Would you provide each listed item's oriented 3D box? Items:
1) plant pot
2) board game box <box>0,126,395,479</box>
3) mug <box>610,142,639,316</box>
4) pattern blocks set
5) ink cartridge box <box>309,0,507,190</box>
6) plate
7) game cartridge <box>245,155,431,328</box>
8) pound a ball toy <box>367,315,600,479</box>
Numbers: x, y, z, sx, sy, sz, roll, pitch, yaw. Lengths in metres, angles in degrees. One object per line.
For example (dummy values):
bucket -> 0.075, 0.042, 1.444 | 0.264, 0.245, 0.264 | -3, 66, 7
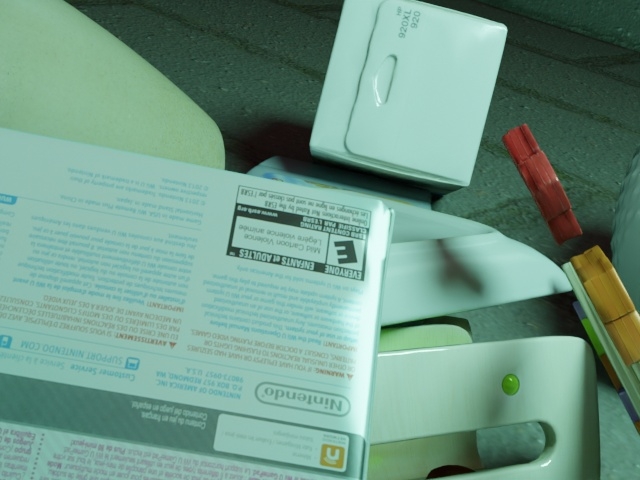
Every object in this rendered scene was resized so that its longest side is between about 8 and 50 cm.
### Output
plant pot -> -0.224, -0.079, 0.863 | 0.274, 0.256, 0.256 | 16, 14, -41
board game box -> -0.099, 0.114, 0.384 | 0.224, 0.097, 0.303 | 11, 58, -4
mug -> 0.437, 0.003, 0.897 | 0.374, 0.276, 0.328 | 14, 30, 23
pattern blocks set -> 0.194, 0.101, 0.612 | 0.026, 0.285, 0.325 | -27, 34, 10
ink cartridge box -> 0.087, -0.150, 1.145 | 0.168, 0.171, 0.233 | 13, 0, 1
plate -> 0.000, 0.000, 0.782 | 0.277, 0.045, 0.278 | -7, 16, -43
game cartridge -> 0.007, -0.007, 1.010 | 0.198, 0.062, 0.297 | 16, 22, -1
pound a ball toy -> 0.012, 0.123, 0.634 | 0.319, 0.135, 0.208 | -1, 0, -30
